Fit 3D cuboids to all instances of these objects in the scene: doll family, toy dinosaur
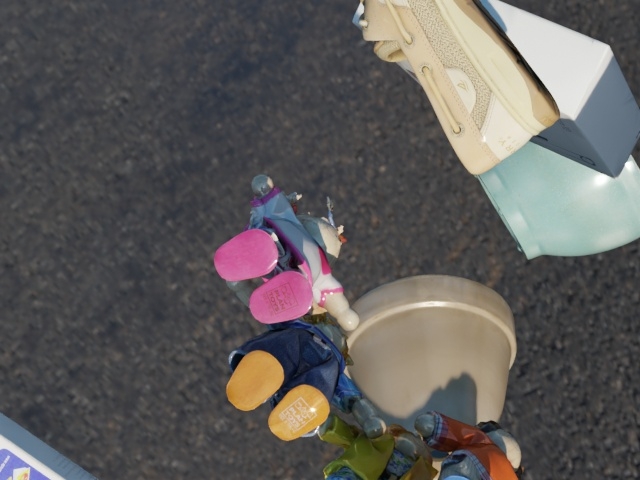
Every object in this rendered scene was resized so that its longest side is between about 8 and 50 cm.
[{"bbox_3d":[0.010,0.093,0.709,0.118,0.163,0.263,-40,87,13],"label":"doll family"},{"bbox_3d":[0.000,0.000,1.244,0.047,0.082,0.090,-38,46,26],"label":"toy dinosaur"}]

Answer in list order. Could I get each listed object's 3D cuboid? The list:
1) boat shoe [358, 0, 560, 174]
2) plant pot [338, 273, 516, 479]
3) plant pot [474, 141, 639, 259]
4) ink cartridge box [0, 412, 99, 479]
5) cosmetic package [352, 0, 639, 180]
[{"bbox_3d":[0.086,-0.219,1.155,0.110,0.122,0.341,-39,69,19],"label":"boat shoe"},{"bbox_3d":[0.193,0.266,2.143,0.323,0.323,0.280,-15,45,15],"label":"plant pot"},{"bbox_3d":[0.349,-0.092,1.839,0.196,0.293,0.293,-31,48,5],"label":"plant pot"},{"bbox_3d":[-0.302,0.331,1.352,0.333,0.065,0.165,35,98,2],"label":"ink cartridge box"},{"bbox_3d":[0.233,-0.201,1.499,0.284,0.377,0.097,25,92,22],"label":"cosmetic package"}]
